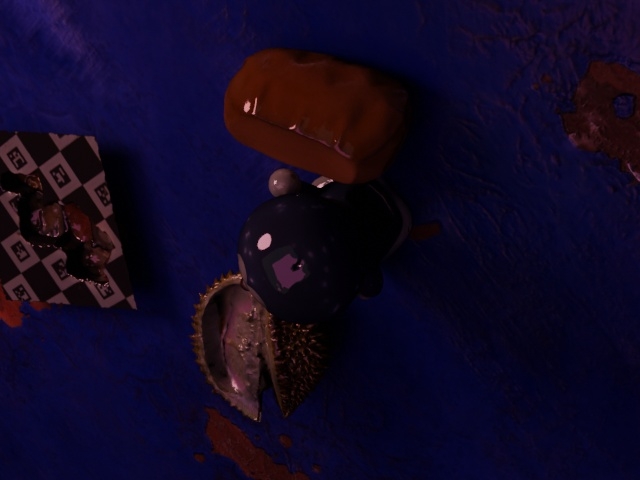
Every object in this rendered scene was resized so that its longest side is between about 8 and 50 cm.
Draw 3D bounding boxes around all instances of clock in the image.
[{"bbox_3d":[0.000,0.000,1.285,0.147,0.243,0.199,-33,93,37],"label":"clock"}]

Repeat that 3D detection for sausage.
[{"bbox_3d":[-0.008,-0.153,1.281,0.241,0.136,0.120,17,154,21],"label":"sausage"}]

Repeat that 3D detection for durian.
[{"bbox_3d":[-0.065,0.116,1.453,0.193,0.138,0.237,33,130,16],"label":"durian"}]

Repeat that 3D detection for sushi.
[{"bbox_3d":[-0.404,-0.041,1.626,0.292,0.059,0.293,4,117,29],"label":"sushi"}]
